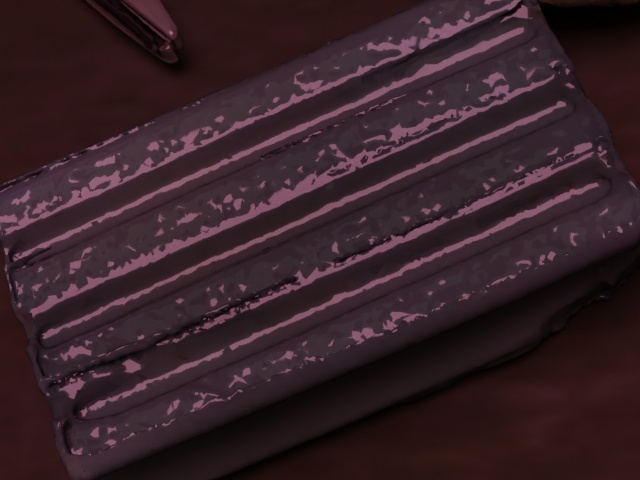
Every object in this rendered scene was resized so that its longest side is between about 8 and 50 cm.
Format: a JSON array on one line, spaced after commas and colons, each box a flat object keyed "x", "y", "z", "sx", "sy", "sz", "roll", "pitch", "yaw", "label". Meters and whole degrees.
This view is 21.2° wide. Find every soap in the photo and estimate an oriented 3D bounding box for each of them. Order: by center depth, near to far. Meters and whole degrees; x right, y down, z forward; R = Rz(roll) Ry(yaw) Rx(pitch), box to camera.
[{"x": 0.000, "y": 0.000, "z": 0.565, "sx": 0.198, "sy": 0.063, "sz": 0.114, "roll": -23, "pitch": 63, "yaw": 2, "label": "soap"}]

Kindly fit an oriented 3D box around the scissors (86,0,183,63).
[{"x": -0.105, "y": -0.126, "z": 0.672, "sx": 0.085, "sy": 0.022, "sz": 0.176, "roll": -39, "pitch": 60, "yaw": -8, "label": "scissors"}]

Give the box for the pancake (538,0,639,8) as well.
[{"x": 0.093, "y": -0.128, "z": 0.619, "sx": 0.129, "sy": 0.022, "sz": 0.116, "roll": -15, "pitch": 50, "yaw": 4, "label": "pancake"}]
